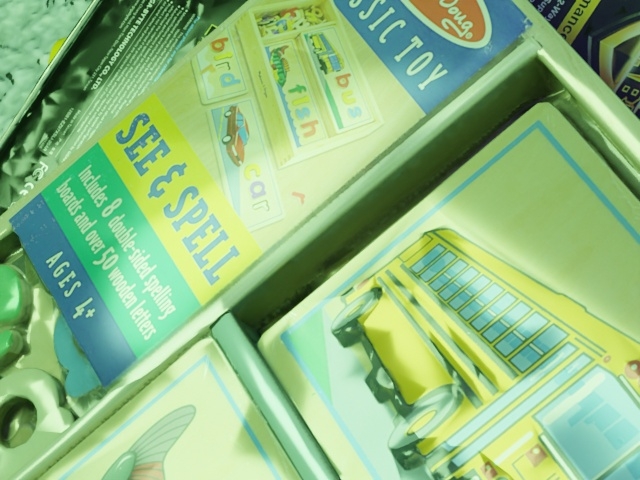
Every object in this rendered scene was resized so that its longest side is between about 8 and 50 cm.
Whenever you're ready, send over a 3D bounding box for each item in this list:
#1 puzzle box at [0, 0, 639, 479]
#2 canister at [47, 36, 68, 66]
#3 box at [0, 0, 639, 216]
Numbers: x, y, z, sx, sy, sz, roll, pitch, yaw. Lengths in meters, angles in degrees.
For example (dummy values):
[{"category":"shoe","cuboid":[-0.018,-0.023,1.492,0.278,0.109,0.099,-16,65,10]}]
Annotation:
[{"category":"puzzle box","cuboid":[0.032,0.101,0.474,0.272,0.052,0.409,-40,54,6]},{"category":"canister","cuboid":[-0.026,-0.060,0.769,0.170,0.126,0.073,-13,44,16]},{"category":"box","cuboid":[0.000,0.000,0.624,0.257,0.079,0.322,31,87,27]}]
